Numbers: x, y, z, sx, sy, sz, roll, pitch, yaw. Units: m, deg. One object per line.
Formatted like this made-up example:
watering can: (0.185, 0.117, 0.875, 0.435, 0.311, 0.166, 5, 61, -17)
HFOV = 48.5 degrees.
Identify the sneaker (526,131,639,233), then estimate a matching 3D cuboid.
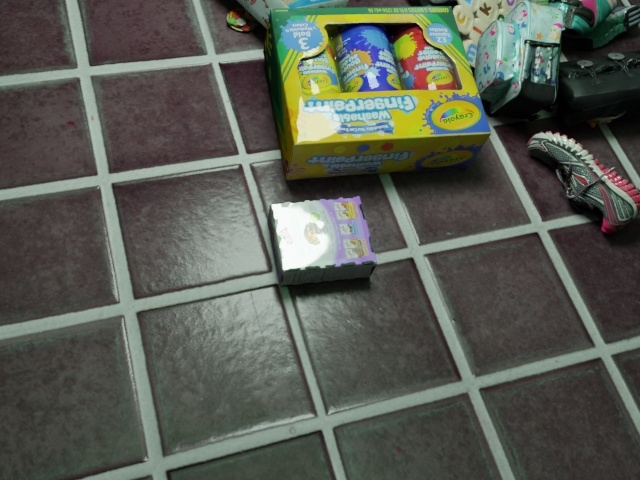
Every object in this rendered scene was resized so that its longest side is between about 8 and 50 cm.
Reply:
sneaker: (0.596, -0.143, 1.641, 0.112, 0.121, 0.299, -47, 65, 2)

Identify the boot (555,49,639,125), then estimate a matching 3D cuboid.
boot: (0.779, -0.450, 1.834, 0.446, 0.146, 0.367, -15, 29, 1)

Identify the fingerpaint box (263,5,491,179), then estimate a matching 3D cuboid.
fingerpaint box: (0.118, -0.346, 1.630, 0.445, 0.163, 0.370, -4, 66, -12)

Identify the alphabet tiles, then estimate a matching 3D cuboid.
alphabet tiles: (0.439, -0.564, 1.794, 0.278, 0.021, 0.284, 17, 92, -37)

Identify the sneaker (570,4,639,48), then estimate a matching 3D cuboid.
sneaker: (0.773, -0.595, 1.974, 0.224, 0.083, 0.098, -22, 32, -13)

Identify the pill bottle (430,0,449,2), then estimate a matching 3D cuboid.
pill bottle: (0.360, -0.728, 1.920, 0.272, 0.152, 0.152, -15, 63, -18)

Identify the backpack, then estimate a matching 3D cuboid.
backpack: (0.475, -0.437, 1.698, 0.191, 0.225, 0.253, 14, 84, -5)

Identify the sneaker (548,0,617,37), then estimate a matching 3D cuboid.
sneaker: (0.614, -0.626, 1.827, 0.296, 0.124, 0.178, 35, 92, -23)

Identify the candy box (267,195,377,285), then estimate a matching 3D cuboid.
candy box: (0.000, 0.000, 1.474, 0.196, 0.070, 0.164, -5, 61, -13)

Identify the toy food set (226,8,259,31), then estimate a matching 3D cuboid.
toy food set: (-0.196, -0.561, 1.802, 0.083, 0.020, 0.082, 9, 59, -5)

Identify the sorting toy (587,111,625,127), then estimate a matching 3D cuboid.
sorting toy: (0.717, -0.312, 1.775, 0.083, 0.075, 0.044, -25, 105, -21)

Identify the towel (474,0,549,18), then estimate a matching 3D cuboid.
towel: (0.546, -0.670, 1.876, 0.325, 0.247, 0.038, -20, 35, -20)

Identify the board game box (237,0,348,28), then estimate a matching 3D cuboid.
board game box: (-0.113, -0.645, 1.787, 0.303, 0.097, 0.224, 46, 45, 16)
